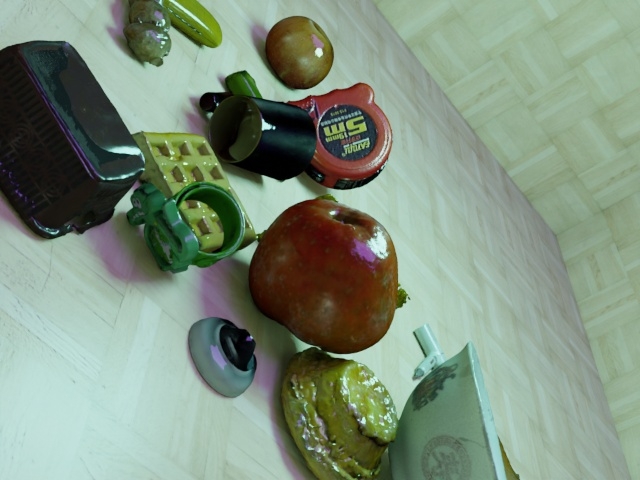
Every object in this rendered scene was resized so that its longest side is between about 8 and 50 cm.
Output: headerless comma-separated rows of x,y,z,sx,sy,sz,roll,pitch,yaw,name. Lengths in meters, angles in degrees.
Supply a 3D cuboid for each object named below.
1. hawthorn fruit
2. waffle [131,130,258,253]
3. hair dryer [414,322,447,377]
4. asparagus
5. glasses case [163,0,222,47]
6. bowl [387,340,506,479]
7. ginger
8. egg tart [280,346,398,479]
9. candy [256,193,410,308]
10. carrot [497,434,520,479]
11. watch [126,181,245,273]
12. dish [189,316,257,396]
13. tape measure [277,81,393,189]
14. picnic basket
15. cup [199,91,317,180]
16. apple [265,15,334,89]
0.007,0.067,1.625,0.284,0.284,0.284,45,27,-30,hawthorn fruit
-0.229,-0.088,1.622,0.247,0.055,0.221,61,23,7,waffle
0.248,0.281,2.152,0.183,0.044,0.154,-1,60,-60,hair dryer
-0.128,-0.263,2.038,0.277,0.060,0.067,60,13,2,asparagus
-0.304,-0.506,1.977,0.234,0.064,0.079,32,36,-46,glasses case
0.240,0.420,1.695,0.435,0.196,0.434,-12,90,-80,bowl
-0.345,-0.440,1.796,0.104,0.080,0.204,31,37,-38,ginger
0.049,0.309,1.605,0.294,0.123,0.294,46,24,-28,egg tart
0.027,0.057,1.807,0.297,0.187,0.081,54,8,-17,candy
0.367,0.523,1.987,0.139,0.139,0.301,32,27,-46,carrot
-0.207,-0.037,1.447,0.152,0.131,0.165,-29,90,-33,watch
-0.137,0.174,1.455,0.141,0.078,0.141,45,26,-29,dish
0.043,-0.245,2.160,0.114,0.253,0.260,126,-56,-71,tape measure
-0.388,-0.163,1.304,0.296,0.129,0.222,57,24,0,picnic basket
-0.154,-0.224,1.889,0.177,0.240,0.165,5,98,-56,cup
-0.047,-0.497,2.360,0.201,0.162,0.201,42,29,-30,apple
